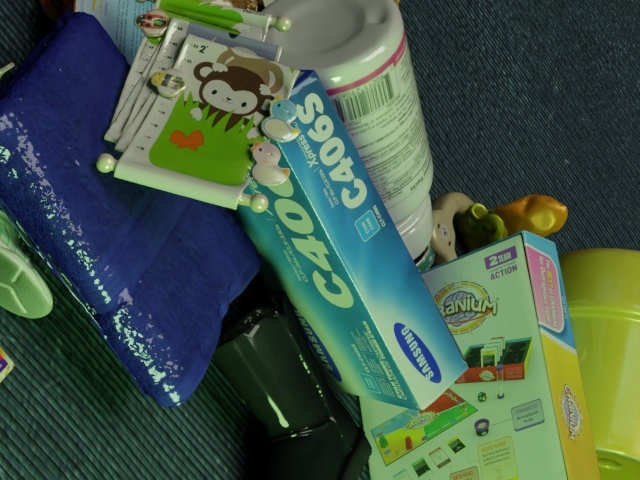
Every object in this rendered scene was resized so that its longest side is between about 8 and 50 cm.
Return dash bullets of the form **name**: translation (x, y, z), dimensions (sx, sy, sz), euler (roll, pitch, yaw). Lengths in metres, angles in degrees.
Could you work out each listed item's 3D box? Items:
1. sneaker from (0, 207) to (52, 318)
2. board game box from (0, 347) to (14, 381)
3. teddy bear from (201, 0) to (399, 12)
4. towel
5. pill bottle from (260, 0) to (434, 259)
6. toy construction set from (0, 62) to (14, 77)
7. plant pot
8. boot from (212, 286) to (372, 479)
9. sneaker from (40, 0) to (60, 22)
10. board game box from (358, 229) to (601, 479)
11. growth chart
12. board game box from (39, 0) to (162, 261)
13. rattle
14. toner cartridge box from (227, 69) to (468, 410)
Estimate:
- **sneaker**: translation (-0.273, -0.001, 1.339), dimensions (0.152, 0.054, 0.061), euler (53, 35, -16)
- **board game box**: translation (-0.322, 0.149, 1.111), dimensions (0.045, 0.147, 0.193), euler (54, 37, -16)
- **teddy bear**: translation (-0.042, -0.243, 1.747), dimensions (0.245, 0.113, 0.338), euler (46, 47, -14)
- **towel**: translation (-0.183, -0.028, 1.392), dimensions (0.308, 0.076, 0.227), euler (58, 31, -23)
- **pill bottle**: translation (0.028, -0.107, 1.614), dimensions (0.160, 0.160, 0.283), euler (-72, 156, -43)
- **toy construction set**: translation (-0.355, -0.138, 1.156), dimensions (0.309, 0.237, 0.257), euler (-5, 74, -53)
- **plant pot**: translation (0.367, 0.169, 1.909), dimensions (0.254, 0.254, 0.239), euler (34, 60, -36)
- **boot**: translation (-0.051, 0.175, 1.480), dimensions (0.207, 0.094, 0.246), euler (59, 29, -15)
- **sneaker**: translation (-0.204, -0.247, 1.557), dimensions (0.158, 0.065, 0.061), euler (-28, 92, -53)
- **board game box**: translation (0.154, 0.178, 1.618), dimensions (0.064, 0.242, 0.316), euler (18, 57, -47)
- **growth chart**: translation (-0.100, -0.126, 1.376), dimensions (0.172, 0.021, 0.237), euler (8, 53, 1)
- **board game box**: translation (-0.190, -0.104, 1.479), dimensions (0.145, 0.027, 0.281), euler (17, 69, -45)
- **rattle**: translation (0.183, -0.001, 1.849), dimensions (0.200, 0.143, 0.130), euler (10, 87, -58)
- **toner cartridge box**: translation (0.000, 0.000, 1.530), dimensions (0.075, 0.165, 0.347), euler (-40, 116, -25)
